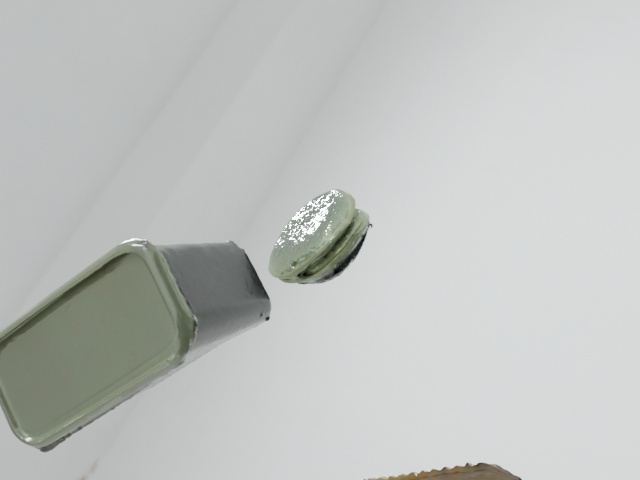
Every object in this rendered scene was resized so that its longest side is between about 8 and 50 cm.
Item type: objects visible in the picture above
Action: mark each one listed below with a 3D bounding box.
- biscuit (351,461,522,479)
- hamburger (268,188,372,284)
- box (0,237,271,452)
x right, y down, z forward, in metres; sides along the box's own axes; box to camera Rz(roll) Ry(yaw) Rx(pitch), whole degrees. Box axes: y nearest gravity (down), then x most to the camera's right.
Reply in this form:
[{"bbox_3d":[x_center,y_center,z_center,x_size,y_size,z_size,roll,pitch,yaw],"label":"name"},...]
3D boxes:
[{"bbox_3d":[0.141,0.324,0.811,0.013,0.237,0.232,-40,-77,-47],"label":"biscuit"},{"bbox_3d":[0.000,0.000,1.014,0.062,0.133,0.140,45,-136,-24],"label":"hamburger"},{"bbox_3d":[-0.198,0.104,0.864,0.178,0.274,0.138,-8,-110,-61],"label":"box"}]
